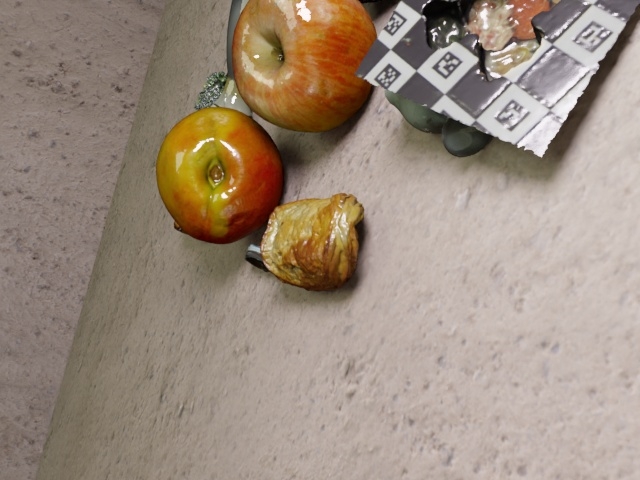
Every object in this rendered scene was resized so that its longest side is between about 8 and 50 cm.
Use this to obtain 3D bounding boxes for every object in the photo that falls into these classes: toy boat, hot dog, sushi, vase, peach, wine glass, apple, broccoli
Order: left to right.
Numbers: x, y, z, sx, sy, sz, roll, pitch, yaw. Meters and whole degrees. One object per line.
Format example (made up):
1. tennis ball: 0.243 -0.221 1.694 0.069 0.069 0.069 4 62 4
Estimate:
1. peach: -0.229 -0.149 1.302 0.332 0.308 0.307 -149 79 -75
2. broccoli: -0.301 -0.412 1.712 0.155 0.167 0.160 -29 15 10
3. vase: -0.196 -0.495 1.559 0.173 0.173 0.321 43 117 57
4. toy boat: -0.119 0.029 1.245 0.066 0.059 0.140 -48 27 -19
5. apple: -0.021 -0.357 1.119 0.301 0.302 0.301 -34 47 46
6. hot dog: 0.001 0.001 1.013 0.259 0.114 0.175 -1 69 56
7. wine glass: 0.173 -0.206 0.867 0.093 0.093 0.202 -60 32 18
8. sushi: 0.255 -0.299 0.769 0.320 0.069 0.339 33 93 37

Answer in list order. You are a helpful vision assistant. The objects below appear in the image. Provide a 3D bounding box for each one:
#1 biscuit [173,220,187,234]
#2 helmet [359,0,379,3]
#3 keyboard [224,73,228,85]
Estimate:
1. biscuit: -0.326 -0.155 1.623 0.296 0.102 0.296 -27 55 48
2. helmet: 0.108 -0.564 1.086 0.305 0.177 0.225 6 69 50
3. keyboard: -0.340 -0.414 1.856 0.317 0.027 0.106 -57 37 22
